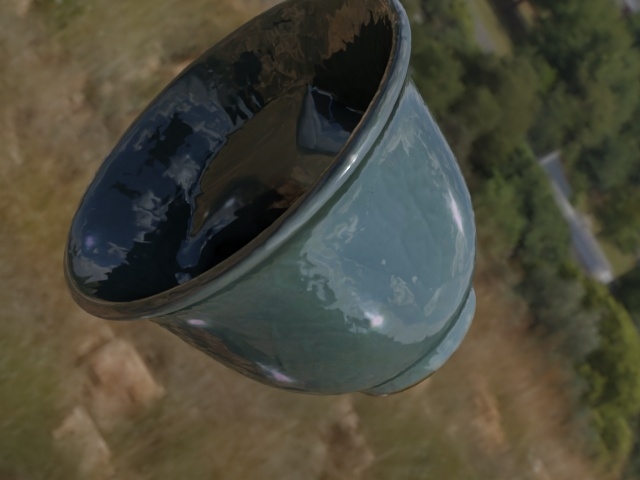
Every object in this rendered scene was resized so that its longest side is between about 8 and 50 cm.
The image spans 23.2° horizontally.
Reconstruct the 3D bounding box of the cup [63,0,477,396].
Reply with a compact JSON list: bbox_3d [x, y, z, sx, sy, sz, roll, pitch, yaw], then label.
[{"bbox_3d":[0.000,0.000,0.737,0.150,0.199,0.199,47,22,-30],"label":"cup"}]
